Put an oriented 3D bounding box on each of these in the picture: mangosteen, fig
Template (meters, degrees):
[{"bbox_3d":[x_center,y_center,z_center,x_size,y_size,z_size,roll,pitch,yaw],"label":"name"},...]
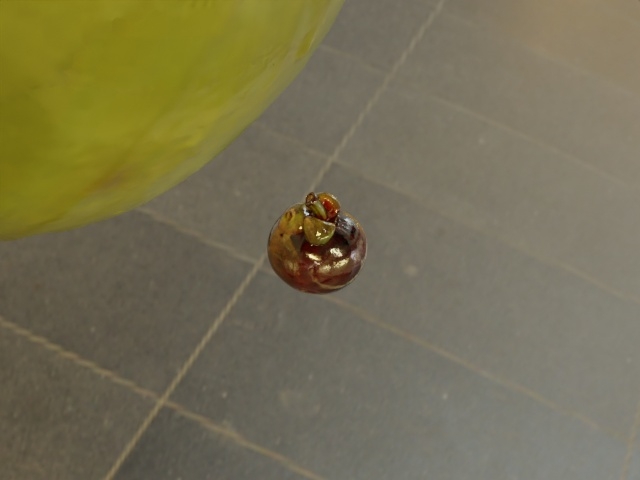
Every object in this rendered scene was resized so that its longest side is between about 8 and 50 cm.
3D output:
[{"bbox_3d":[-0.001,0.003,1.086,0.081,0.081,0.081,13,38,-10],"label":"mangosteen"},{"bbox_3d":[-0.128,-0.158,0.603,0.343,0.343,0.343,13,38,-10],"label":"fig"}]
